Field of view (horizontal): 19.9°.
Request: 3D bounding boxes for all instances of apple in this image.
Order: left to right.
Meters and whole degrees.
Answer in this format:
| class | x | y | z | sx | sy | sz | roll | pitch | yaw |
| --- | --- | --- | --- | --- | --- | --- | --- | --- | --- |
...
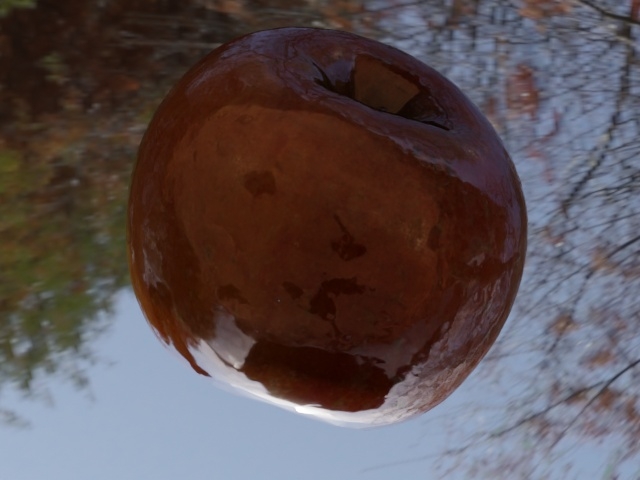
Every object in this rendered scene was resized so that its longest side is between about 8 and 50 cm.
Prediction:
| class | x | y | z | sx | sy | sz | roll | pitch | yaw |
| --- | --- | --- | --- | --- | --- | --- | --- | --- | --- |
| apple | 0.000 | 0.000 | 1.104 | 0.253 | 0.253 | 0.254 | 2 | -84 | 20 |
